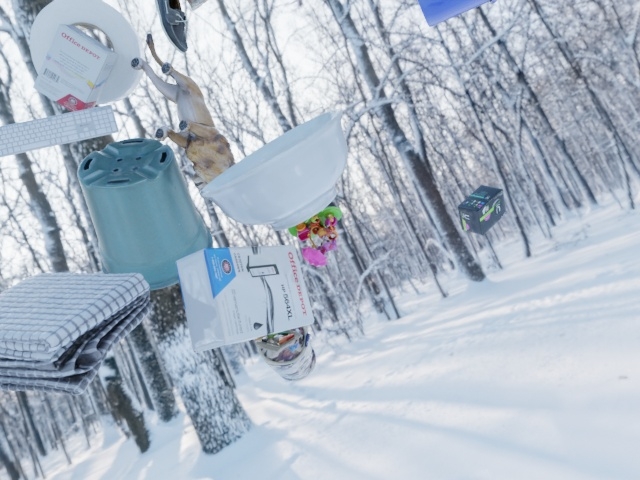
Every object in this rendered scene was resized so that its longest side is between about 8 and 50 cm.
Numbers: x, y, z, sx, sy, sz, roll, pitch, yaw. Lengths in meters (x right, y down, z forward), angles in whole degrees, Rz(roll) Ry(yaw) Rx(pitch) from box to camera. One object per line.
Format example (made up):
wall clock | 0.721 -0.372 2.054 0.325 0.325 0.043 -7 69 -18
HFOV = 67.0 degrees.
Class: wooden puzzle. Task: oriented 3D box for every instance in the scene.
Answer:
wooden puzzle | -0.088 0.202 0.995 0.116 0.014 0.078 2 20 32

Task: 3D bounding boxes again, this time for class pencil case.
pencil case | -0.102 0.372 1.654 0.183 0.160 0.410 -50 -17 -17

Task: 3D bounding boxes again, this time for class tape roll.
tape roll | -0.649 -0.528 1.362 0.286 0.286 0.100 -23 19 -4

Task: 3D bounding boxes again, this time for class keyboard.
keyboard | -0.584 -0.242 1.064 0.256 0.072 0.014 -17 -17 -14

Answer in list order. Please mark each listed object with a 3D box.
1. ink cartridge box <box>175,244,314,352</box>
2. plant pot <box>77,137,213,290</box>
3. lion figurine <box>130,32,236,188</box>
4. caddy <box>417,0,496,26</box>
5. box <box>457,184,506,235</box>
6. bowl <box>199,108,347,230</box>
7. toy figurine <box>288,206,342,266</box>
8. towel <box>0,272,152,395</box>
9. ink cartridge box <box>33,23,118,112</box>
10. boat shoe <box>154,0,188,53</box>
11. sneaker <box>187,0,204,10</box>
ink cartridge box | -0.118 0.088 0.796 0.086 0.148 0.203 -23 -12 37
plant pot | -0.511 -0.090 1.395 0.341 0.341 0.334 -21 -45 -19
lion figurine | -0.342 -0.331 1.280 0.142 0.392 0.240 -19 -12 20
caddy | 0.218 -0.558 0.843 0.179 0.241 0.341 -19 -35 22
box | 0.323 -0.061 0.967 0.083 0.062 0.052 -39 37 -24
bowl | -0.061 -0.112 0.896 0.298 0.134 0.298 -28 18 10
toy figurine | 0.000 0.000 1.413 0.173 0.159 0.130 -22 -39 7
towel | -0.464 0.151 0.842 0.284 0.121 0.235 -2 22 18
ink cartridge box | -0.601 -0.419 1.194 0.175 0.127 0.072 -54 12 18
boat shoe | -0.496 -0.749 1.644 0.079 0.233 0.084 -22 -9 22
sneaker | -0.247 -0.574 1.044 0.121 0.108 0.302 -32 35 -5
